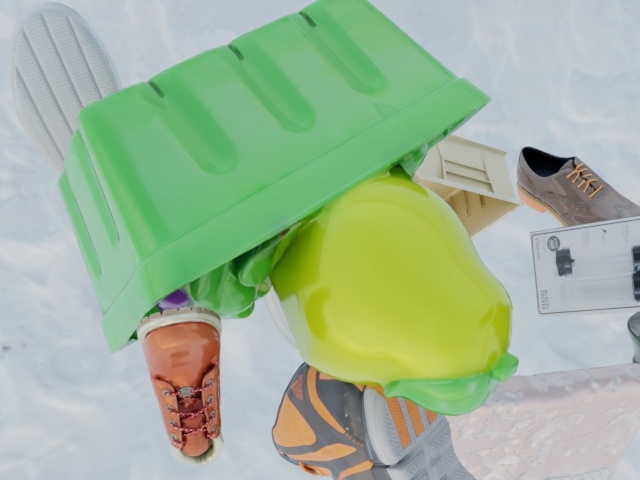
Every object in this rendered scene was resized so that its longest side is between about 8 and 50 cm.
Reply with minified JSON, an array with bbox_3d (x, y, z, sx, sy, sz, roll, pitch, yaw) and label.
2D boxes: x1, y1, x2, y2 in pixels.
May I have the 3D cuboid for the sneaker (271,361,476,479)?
[{"bbox_3d":[0.060,0.251,0.884,0.125,0.180,0.321,-28,109,-40],"label":"sneaker"}]

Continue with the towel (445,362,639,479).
[{"bbox_3d":[0.294,0.301,1.220,0.332,0.316,0.053,-5,41,-11],"label":"towel"}]

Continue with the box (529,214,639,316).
[{"bbox_3d":[0.531,0.048,1.533,0.290,0.087,0.169,-12,80,45],"label":"box"}]

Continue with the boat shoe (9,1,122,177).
[{"bbox_3d":[-0.282,-0.138,1.034,0.121,0.119,0.335,-13,128,-3],"label":"boat shoe"}]

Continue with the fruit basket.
[{"bbox_3d":[0.000,0.000,0.751,0.392,0.283,0.391,7,70,-21],"label":"fruit basket"}]

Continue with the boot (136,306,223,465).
[{"bbox_3d":[-0.094,0.107,0.616,0.059,0.158,0.084,-10,58,-8],"label":"boot"}]

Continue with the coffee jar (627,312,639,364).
[{"bbox_3d":[0.666,0.210,1.692,0.096,0.184,0.079,-28,45,-1],"label":"coffee jar"}]

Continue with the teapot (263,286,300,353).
[{"bbox_3d":[0.042,0.046,1.242,0.253,0.187,0.255,3,106,47],"label":"teapot"}]

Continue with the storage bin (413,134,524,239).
[{"bbox_3d":[0.189,-0.082,1.615,0.260,0.262,0.123,11,58,-30],"label":"storage bin"}]

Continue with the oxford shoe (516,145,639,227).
[{"bbox_3d":[0.568,-0.099,1.864,0.130,0.132,0.364,-39,44,-21],"label":"oxford shoe"}]
